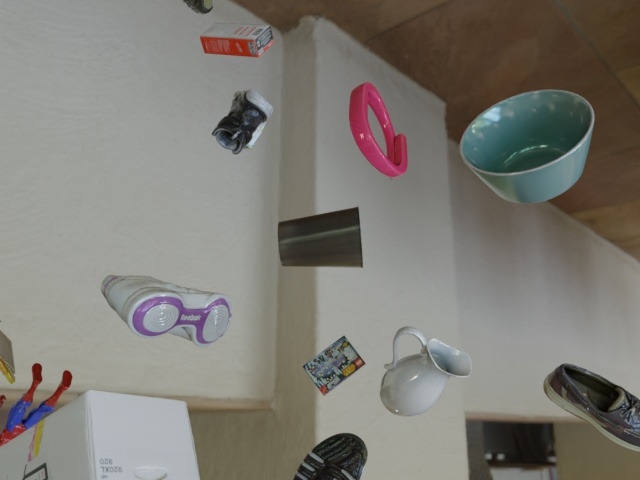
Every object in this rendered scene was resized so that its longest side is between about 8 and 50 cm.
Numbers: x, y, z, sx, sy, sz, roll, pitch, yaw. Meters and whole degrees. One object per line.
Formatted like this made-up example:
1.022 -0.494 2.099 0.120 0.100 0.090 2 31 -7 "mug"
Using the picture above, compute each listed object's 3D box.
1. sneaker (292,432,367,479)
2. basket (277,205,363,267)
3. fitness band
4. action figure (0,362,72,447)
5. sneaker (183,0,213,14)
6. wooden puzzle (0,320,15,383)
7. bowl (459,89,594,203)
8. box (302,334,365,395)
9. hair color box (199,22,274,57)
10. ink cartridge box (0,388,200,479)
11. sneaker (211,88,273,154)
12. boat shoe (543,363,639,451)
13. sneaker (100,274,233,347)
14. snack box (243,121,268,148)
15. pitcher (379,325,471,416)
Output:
0.004 0.472 1.211 0.106 0.281 0.162 36 -175 18 "sneaker"
0.000 0.000 1.788 0.227 0.154 0.204 -4 143 2 "basket"
0.143 -0.274 1.604 0.054 0.290 0.209 -27 125 26 "fitness band"
-0.596 0.336 1.285 0.091 0.139 0.280 26 112 -32 "action figure"
-0.201 -0.634 1.183 0.182 0.410 0.158 -8 -169 -25 "sneaker"
-0.434 0.139 0.860 0.014 0.078 0.116 -27 -149 -13 "wooden puzzle"
0.515 -0.209 1.560 0.312 0.311 0.163 -9 133 29 "bowl"
0.036 0.324 1.658 0.137 0.094 0.027 -36 165 -10 "box"
-0.180 -0.433 1.379 0.141 0.072 0.043 12 137 26 "hair color box"
-0.299 0.324 0.842 0.233 0.168 0.171 -33 147 24 "ink cartridge box"
-0.219 -0.309 1.680 0.101 0.153 0.268 40 174 -17 "sneaker"
0.626 0.356 1.372 0.285 0.103 0.092 29 146 17 "boat shoe"
-0.277 0.117 1.207 0.152 0.114 0.305 28 179 30 "sneaker"
-0.226 -0.328 1.965 0.037 0.100 0.141 39 168 -25 "snack box"
0.203 0.289 1.422 0.178 0.125 0.207 38 127 -1 "pitcher"
